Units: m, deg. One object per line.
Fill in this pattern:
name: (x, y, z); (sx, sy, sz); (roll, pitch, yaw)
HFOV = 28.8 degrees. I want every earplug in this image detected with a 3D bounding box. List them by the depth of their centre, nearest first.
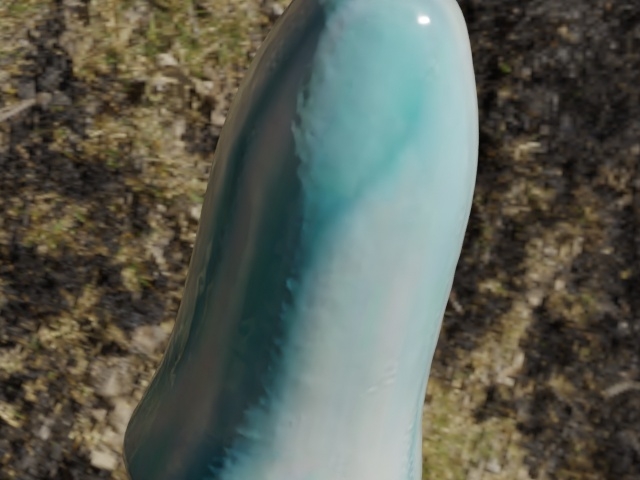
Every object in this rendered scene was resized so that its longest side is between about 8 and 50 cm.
earplug: (0.000, 0.000, 0.693); (0.185, 0.185, 0.324); (-12, 126, -38)
